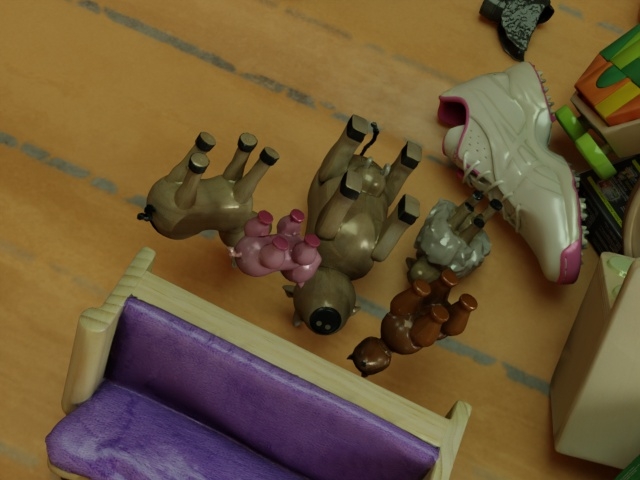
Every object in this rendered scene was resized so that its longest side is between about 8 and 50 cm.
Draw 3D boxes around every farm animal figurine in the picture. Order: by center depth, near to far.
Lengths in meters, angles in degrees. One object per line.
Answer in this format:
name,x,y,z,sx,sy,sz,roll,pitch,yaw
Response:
farm animal figurine,0.000,0.000,1.132,0.330,0.172,0.327,35,38,-1

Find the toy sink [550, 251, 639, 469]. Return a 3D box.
toy sink,0.336,0.102,1.068,0.153,0.234,0.131,13,30,1

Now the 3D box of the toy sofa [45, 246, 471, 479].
toy sofa,-0.060,0.177,0.995,0.363,0.150,0.177,26,45,2

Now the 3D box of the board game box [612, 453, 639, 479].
board game box,0.286,0.323,0.972,0.317,0.213,0.046,-35,25,-25

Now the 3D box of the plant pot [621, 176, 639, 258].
plant pot,0.433,-0.018,1.139,0.237,0.237,0.110,17,20,3

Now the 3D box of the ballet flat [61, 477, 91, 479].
ballet flat,-0.172,0.299,0.987,0.058,0.084,0.250,-25,59,-9

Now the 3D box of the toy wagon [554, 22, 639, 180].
toy wagon,0.396,-0.203,1.254,0.267,0.344,0.068,-36,108,13

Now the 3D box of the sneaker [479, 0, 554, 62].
sneaker,0.274,-0.319,1.437,0.089,0.051,0.170,32,65,12

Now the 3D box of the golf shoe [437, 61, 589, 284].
golf shoe,0.219,-0.073,1.255,0.140,0.115,0.306,-8,52,-2

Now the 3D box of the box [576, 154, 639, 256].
box,0.444,0.009,1.254,0.216,0.060,0.270,-20,64,-18
